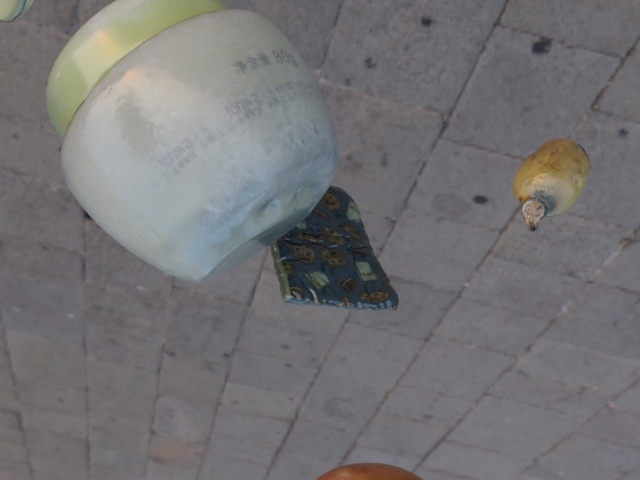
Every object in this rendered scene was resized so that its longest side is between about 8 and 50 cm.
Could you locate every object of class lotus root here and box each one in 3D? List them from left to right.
[{"bbox_3d":[0.451,-0.114,1.691,0.125,0.221,0.118,20,150,41],"label":"lotus root"}]

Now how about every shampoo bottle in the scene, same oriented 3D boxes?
[{"bbox_3d":[-0.148,-0.125,1.044,0.317,0.322,0.322,49,146,13],"label":"shampoo bottle"}]

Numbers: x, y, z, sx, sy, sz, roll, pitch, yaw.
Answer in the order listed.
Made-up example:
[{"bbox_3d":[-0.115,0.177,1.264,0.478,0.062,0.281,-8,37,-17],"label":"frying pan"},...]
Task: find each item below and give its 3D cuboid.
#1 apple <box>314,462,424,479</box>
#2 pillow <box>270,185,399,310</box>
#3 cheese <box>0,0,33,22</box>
[{"bbox_3d":[0.058,0.327,0.877,0.201,0.201,0.162,30,147,-25],"label":"apple"},{"bbox_3d":[0.002,0.001,1.248,0.189,0.255,0.034,8,132,-32],"label":"pillow"},{"bbox_3d":[-0.473,-0.434,1.341,0.252,0.054,0.127,-19,129,39],"label":"cheese"}]
